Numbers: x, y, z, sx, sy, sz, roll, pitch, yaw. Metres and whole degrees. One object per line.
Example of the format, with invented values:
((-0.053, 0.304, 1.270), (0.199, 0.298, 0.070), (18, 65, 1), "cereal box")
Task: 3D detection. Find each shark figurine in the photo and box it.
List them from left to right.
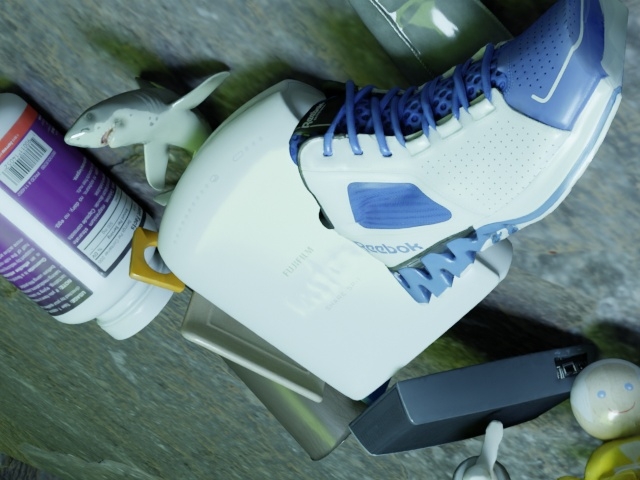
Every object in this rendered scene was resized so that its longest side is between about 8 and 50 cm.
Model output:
((-0.168, -0.121, 1.002), (0.116, 0.166, 0.278), (46, 176, 23), "shark figurine")

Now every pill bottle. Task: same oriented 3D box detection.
((-0.337, -0.020, 1.159), (0.182, 0.181, 0.323), (-15, 127, 47), "pill bottle")

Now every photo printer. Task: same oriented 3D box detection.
((0.000, 0.000, 0.940), (0.308, 0.107, 0.256), (37, 122, -12), "photo printer")

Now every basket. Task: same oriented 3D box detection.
((-0.038, 0.134, 1.167), (0.227, 0.204, 0.154), (43, 122, -4), "basket")

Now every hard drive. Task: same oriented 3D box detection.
((0.175, 0.183, 1.033), (0.255, 0.054, 0.172), (-7, 155, -24), "hard drive")

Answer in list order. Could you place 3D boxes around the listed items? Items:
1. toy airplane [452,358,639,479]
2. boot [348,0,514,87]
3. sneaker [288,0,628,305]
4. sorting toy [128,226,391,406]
((0.334, 0.252, 0.966), (0.384, 0.386, 0.272), (-13, 92, 57), "toy airplane")
((0.044, -0.187, 0.758), (0.190, 0.076, 0.208), (-11, 137, 46), "boot")
((0.079, -0.076, 0.711), (0.182, 0.127, 0.315), (26, 139, -10), "sneaker")
((-0.066, 0.077, 1.054), (0.348, 0.196, 0.047), (30, 135, -19), "sorting toy")
